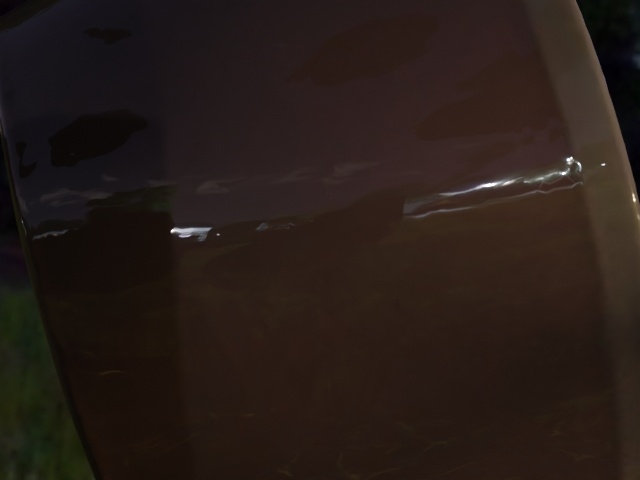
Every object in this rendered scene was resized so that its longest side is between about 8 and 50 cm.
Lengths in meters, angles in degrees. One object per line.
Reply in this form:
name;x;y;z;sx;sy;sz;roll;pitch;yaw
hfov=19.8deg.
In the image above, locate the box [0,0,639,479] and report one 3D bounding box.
box;0.000;0.000;0.757;0.216;0.301;0.301;-16;3;0
